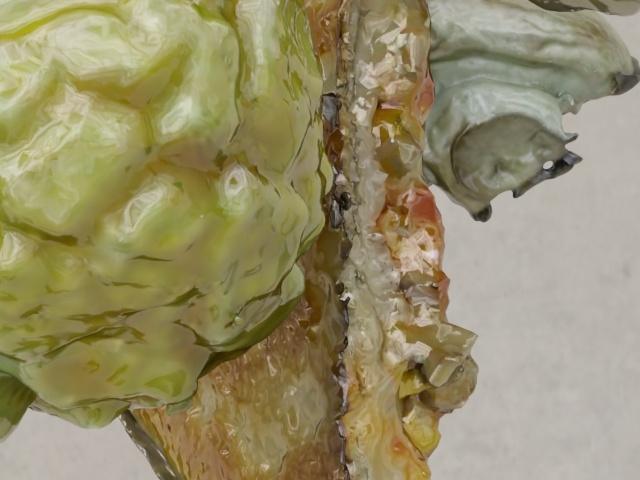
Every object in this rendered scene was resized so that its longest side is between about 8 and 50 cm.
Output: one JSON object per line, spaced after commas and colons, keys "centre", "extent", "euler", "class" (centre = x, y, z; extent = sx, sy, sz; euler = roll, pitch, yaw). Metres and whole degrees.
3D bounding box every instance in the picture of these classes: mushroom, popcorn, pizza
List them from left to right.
{"centre": [-0.122, -0.038, 0.799], "extent": [0.282, 0.282, 0.247], "euler": [-23, 49, -7], "class": "popcorn"}
{"centre": [0.000, 0.000, 0.999], "extent": [0.130, 0.406, 0.440], "euler": [5, 26, -36], "class": "pizza"}
{"centre": [0.087, -0.112, 1.261], "extent": [0.267, 0.164, 0.189], "euler": [-32, 18, 20], "class": "mushroom"}

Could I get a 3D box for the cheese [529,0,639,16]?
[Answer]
{"centre": [0.108, -0.262, 0.921], "extent": [0.318, 0.326, 0.115], "euler": [21, 62, 34], "class": "cheese"}
